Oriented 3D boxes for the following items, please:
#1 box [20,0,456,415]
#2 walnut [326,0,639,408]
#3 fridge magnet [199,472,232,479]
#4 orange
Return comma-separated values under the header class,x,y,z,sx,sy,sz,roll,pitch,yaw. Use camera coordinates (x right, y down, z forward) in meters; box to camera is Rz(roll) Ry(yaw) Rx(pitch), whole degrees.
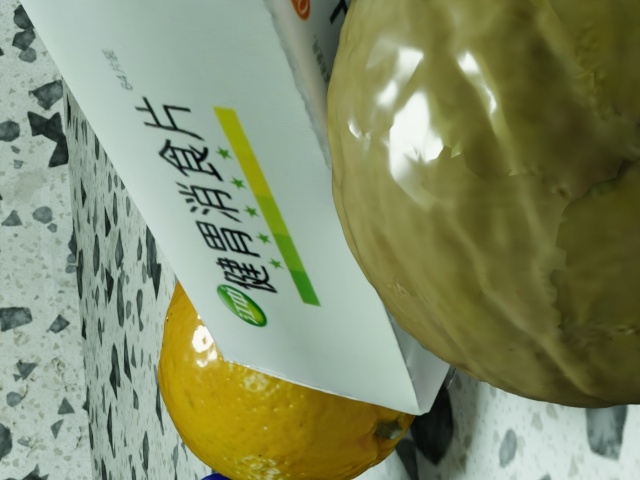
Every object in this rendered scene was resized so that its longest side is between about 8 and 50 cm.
class,x,y,z,sx,sy,sz,roll,pitch,yaw
box,-0.004,-0.077,0.563,0.173,0.145,0.333,-62,-33,-32
walnut,0.110,-0.048,0.424,0.228,0.228,0.228,178,90,-69
fridge magnet,-0.011,0.288,0.831,0.265,0.113,0.265,48,168,14
orange,-0.014,0.078,0.800,0.219,0.193,0.219,-59,-11,-19
